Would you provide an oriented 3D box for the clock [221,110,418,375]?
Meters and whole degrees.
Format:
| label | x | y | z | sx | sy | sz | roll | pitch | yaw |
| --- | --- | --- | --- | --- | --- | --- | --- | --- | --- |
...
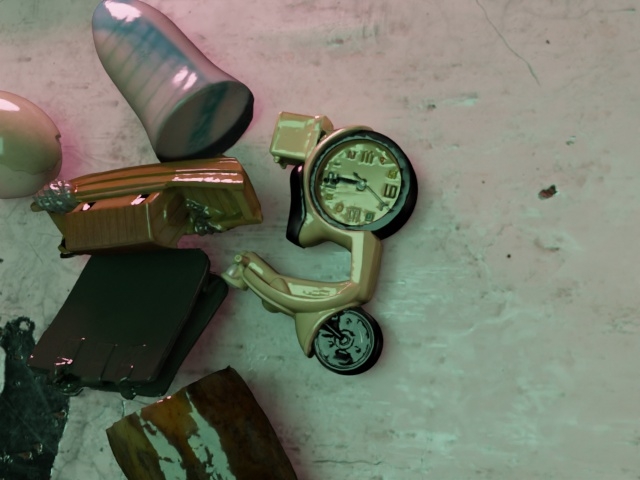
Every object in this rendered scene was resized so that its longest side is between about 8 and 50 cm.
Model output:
| label | x | y | z | sx | sy | sz | roll | pitch | yaw |
| --- | --- | --- | --- | --- | --- | --- | --- | --- | --- |
| clock | 0.000 | 0.000 | 1.530 | 0.276 | 0.120 | 0.379 | 14 | 81 | 17 |

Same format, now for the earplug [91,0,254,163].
| label | x | y | z | sx | sy | sz | roll | pitch | yaw |
| --- | --- | --- | --- | --- | --- | --- | --- | --- | --- |
| earplug | -0.272 | -0.290 | 1.643 | 0.185 | 0.185 | 0.324 | -43 | 64 | 8 |

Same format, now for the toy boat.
| label | x | y | z | sx | sy | sz | roll | pitch | yaw |
| --- | --- | --- | --- | --- | --- | --- | --- | --- | --- |
| toy boat | -0.277 | -0.049 | 1.535 | 0.445 | 0.162 | 0.136 | -7 | 123 | 31 |

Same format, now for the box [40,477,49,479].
| label | x | y | z | sx | sy | sz | roll | pitch | yaw |
| --- | --- | --- | --- | --- | --- | --- | --- | --- | --- |
| box | -0.489 | 0.522 | 1.635 | 0.123 | 0.050 | 0.229 | -19 | 76 | 15 |

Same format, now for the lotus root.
| label | x | y | z | sx | sy | sz | roll | pitch | yaw |
| --- | --- | --- | --- | --- | --- | --- | --- | --- | --- |
| lotus root | -0.154 | 0.376 | 1.454 | 0.250 | 0.250 | 0.346 | -30 | 75 | 12 |

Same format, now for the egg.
| label | x | y | z | sx | sy | sz | roll | pitch | yaw |
| --- | --- | --- | --- | --- | --- | --- | --- | --- | --- |
| egg | -0.538 | -0.159 | 1.687 | 0.217 | 0.183 | 0.183 | 26 | 90 | 29 |

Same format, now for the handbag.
| label | x | y | z | sx | sy | sz | roll | pitch | yaw |
| --- | --- | --- | --- | --- | --- | --- | --- | --- | --- |
| handbag | -0.298 | 0.129 | 1.545 | 0.247 | 0.079 | 0.260 | 1 | 49 | 29 |
